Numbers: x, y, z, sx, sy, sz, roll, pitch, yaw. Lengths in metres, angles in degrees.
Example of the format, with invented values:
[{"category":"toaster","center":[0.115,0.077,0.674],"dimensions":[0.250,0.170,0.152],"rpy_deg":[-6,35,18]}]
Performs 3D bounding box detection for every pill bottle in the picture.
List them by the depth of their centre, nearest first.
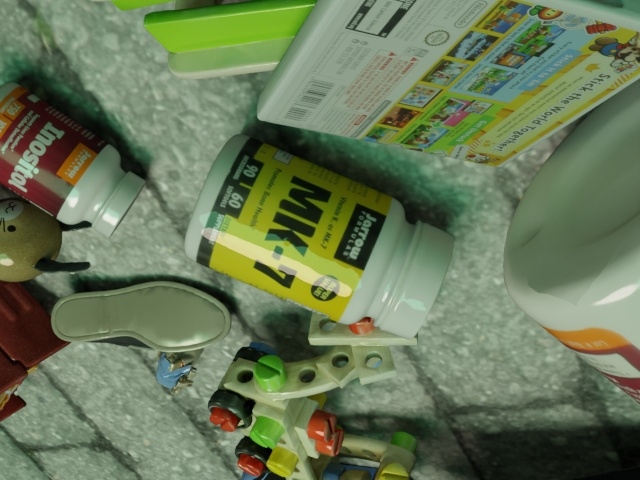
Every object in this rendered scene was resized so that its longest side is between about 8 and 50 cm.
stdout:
[{"category":"pill bottle","center":[0.341,0.066,0.585],"dimensions":[0.392,0.224,0.224],"rpy_deg":[37,132,-14]},{"category":"pill bottle","center":[0.000,0.000,0.725],"dimensions":[0.208,0.119,0.119],"rpy_deg":[22,133,0]},{"category":"pill bottle","center":[-0.242,-0.070,0.776],"dimensions":[0.152,0.086,0.086],"rpy_deg":[33,132,-10]}]

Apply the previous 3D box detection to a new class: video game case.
[{"category":"video game case","center":[0.085,-0.112,0.552],"dimensions":[0.206,0.026,0.227],"rpy_deg":[9,162,-17]}]

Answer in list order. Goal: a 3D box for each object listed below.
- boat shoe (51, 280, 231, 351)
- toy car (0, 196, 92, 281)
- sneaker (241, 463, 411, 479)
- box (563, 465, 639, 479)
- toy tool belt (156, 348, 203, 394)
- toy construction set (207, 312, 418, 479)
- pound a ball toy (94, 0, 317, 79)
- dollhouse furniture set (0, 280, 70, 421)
[{"category":"boat shoe","center":[-0.188,0.084,0.923],"dimensions":[0.206,0.075,0.065],"rpy_deg":[-1,172,14]},{"category":"toy car","center":[-0.304,-0.016,0.811],"dimensions":[0.188,0.155,0.149],"rpy_deg":[9,133,0]},{"category":"sneaker","center":[-0.002,0.325,1.026],"dimensions":[0.232,0.090,0.081],"rpy_deg":[-3,128,22]},{"category":"box","center":[0.352,0.473,0.813],"dimensions":[0.480,0.297,0.471],"rpy_deg":[-14,123,9]},{"category":"toy tool belt","center":[-0.167,0.149,0.961],"dimensions":[0.052,0.051,0.083],"rpy_deg":[23,134,0]},{"category":"toy construction set","center":[0.013,0.194,0.866],"dimensions":[0.215,0.151,0.327],"rpy_deg":[13,130,24]},{"category":"pound a ball toy","center":[0.003,-0.215,0.504],"dimensions":[0.319,0.135,0.208],"rpy_deg":[-3,163,22]},{"category":"dollhouse furniture set","center":[-0.485,0.057,0.965],"dimensions":[0.374,0.152,0.201],"rpy_deg":[48,131,0]}]
